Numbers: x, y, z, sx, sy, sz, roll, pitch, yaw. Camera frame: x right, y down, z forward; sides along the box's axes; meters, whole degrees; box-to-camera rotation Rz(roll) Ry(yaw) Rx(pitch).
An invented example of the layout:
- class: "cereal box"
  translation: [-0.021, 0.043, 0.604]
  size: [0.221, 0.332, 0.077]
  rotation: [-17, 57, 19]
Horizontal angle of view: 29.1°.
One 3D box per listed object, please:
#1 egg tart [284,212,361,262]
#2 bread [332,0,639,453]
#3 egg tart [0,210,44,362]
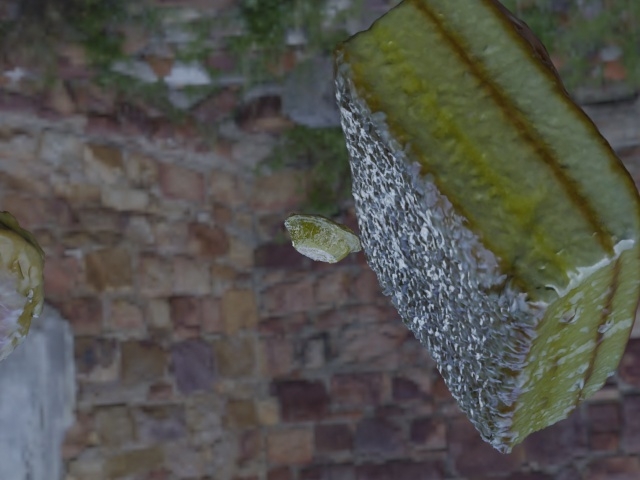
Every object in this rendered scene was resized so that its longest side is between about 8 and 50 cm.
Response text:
- class: "egg tart"
  translation: [0.000, 0.000, 1.552]
  size: [0.105, 0.039, 0.105]
  rotation: [17, 164, 5]
- class: "bread"
  translation: [0.095, -0.009, 0.689]
  size: [0.110, 0.184, 0.234]
  rotation: [-28, 155, -9]
- class: "egg tart"
  translation: [-0.434, 0.026, 1.105]
  size: [0.388, 0.169, 0.388]
  rotation: [-11, 155, -5]
